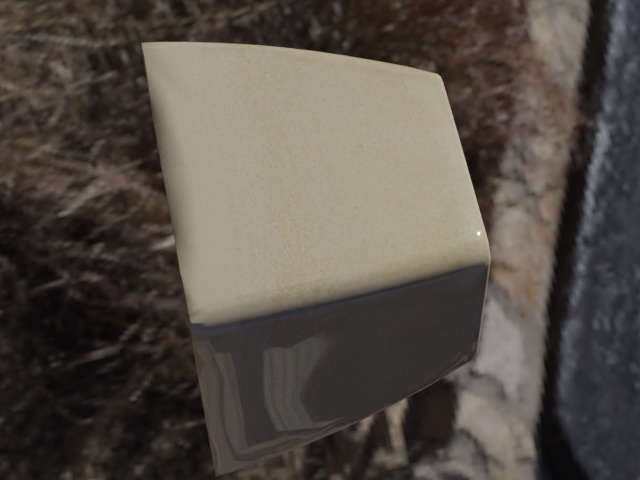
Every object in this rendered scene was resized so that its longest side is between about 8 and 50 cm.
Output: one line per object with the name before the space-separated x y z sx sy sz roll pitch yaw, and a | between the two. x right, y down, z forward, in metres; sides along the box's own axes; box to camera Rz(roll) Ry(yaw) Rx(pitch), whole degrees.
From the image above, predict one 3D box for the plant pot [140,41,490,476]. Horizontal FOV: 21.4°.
plant pot | 0.000 0.000 0.559 0.109 0.096 0.109 87 -8 -58
